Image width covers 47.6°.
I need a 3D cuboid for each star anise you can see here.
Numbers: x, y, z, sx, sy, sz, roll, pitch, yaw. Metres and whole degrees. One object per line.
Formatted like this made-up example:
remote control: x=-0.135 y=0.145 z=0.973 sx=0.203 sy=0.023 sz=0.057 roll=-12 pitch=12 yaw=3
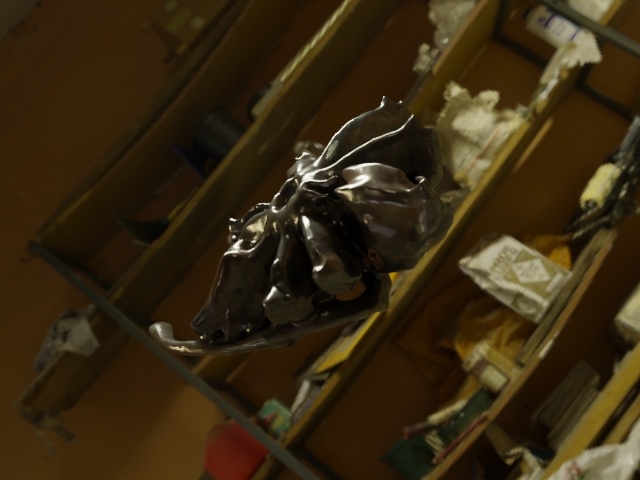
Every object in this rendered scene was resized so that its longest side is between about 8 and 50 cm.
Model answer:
star anise: x=0.000 y=0.000 z=0.702 sx=0.316 sy=0.139 sz=0.359 roll=-49 pitch=22 yaw=-25
